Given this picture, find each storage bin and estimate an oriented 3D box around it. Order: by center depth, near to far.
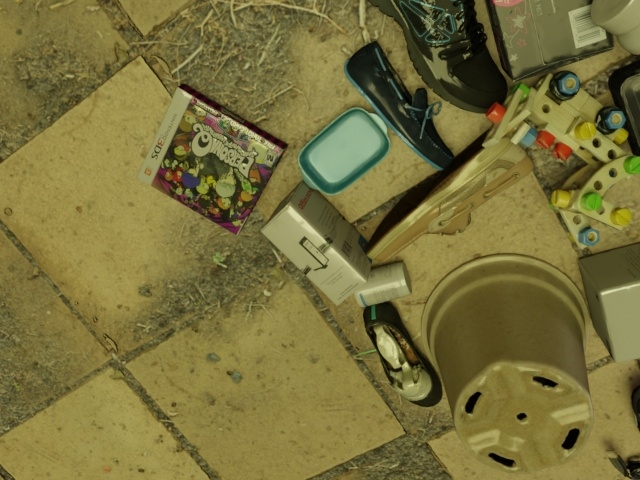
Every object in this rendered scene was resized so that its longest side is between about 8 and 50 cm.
[{"bbox_3d":[0.573,-0.215,1.102,0.122,0.084,0.180,-23,106,17],"label":"storage bin"}]

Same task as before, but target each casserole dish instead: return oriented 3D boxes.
[{"bbox_3d":[0.045,-0.168,1.231,0.188,0.037,0.114,-38,102,22],"label":"casserole dish"}]

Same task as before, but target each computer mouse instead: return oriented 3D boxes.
[{"bbox_3d":[0.660,0.380,1.352,0.184,0.060,0.262,-29,117,15],"label":"computer mouse"}]

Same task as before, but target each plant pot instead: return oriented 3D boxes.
[{"bbox_3d":[0.351,0.236,1.204,0.333,0.305,0.334,3,113,7],"label":"plant pot"}]

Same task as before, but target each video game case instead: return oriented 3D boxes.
[{"bbox_3d":[-0.211,-0.152,1.275,0.232,0.042,0.210,31,115,-4],"label":"video game case"}]

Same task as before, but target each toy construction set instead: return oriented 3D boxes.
[{"bbox_3d":[0.399,-0.152,1.098,0.327,0.151,0.215,34,89,-24],"label":"toy construction set"}]

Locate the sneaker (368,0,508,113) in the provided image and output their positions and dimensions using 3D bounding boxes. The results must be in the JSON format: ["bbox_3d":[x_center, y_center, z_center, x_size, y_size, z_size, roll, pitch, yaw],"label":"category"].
[{"bbox_3d":[0.201,-0.352,1.060,0.341,0.125,0.139,47,141,-12],"label":"sneaker"}]

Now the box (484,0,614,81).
[{"bbox_3d":[0.340,-0.401,1.031,0.163,0.142,0.247,-16,110,14],"label":"box"}]

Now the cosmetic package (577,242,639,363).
[{"bbox_3d":[0.587,0.102,1.190,0.183,0.151,0.151,-16,108,12],"label":"cosmetic package"}]

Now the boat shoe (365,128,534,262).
[{"bbox_3d":[0.229,-0.058,1.201,0.341,0.122,0.110,-40,103,19],"label":"boat shoe"}]

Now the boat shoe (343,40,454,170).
[{"bbox_3d":[0.152,-0.234,1.151,0.089,0.109,0.258,-42,103,18],"label":"boat shoe"}]

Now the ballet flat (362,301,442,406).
[{"bbox_3d":[0.163,0.254,1.355,0.095,0.096,0.281,-28,106,19],"label":"ballet flat"}]

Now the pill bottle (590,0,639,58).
[{"bbox_3d":[0.505,-0.306,0.939,0.221,0.121,0.121,21,115,-17],"label":"pill bottle"}]

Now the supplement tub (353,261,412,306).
[{"bbox_3d":[0.121,0.087,1.307,0.107,0.071,0.071,-15,109,15],"label":"supplement tub"}]

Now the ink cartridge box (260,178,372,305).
[{"bbox_3d":[0.000,0.000,1.247,0.203,0.148,0.086,45,114,-9],"label":"ink cartridge box"}]
